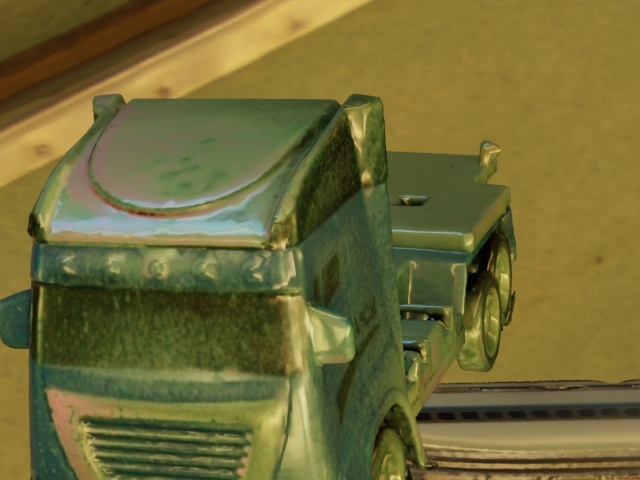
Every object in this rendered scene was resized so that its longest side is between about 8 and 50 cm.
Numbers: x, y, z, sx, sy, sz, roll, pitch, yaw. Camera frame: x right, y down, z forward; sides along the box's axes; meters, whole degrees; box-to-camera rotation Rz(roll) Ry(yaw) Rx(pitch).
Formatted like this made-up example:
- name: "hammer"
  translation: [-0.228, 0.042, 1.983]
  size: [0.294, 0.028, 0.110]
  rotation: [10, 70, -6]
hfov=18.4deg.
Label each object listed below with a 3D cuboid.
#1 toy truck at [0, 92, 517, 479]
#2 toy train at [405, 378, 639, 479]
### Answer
- name: "toy truck"
  translation: [0.000, 0.000, 0.402]
  size: [0.067, 0.175, 0.081]
  rotation: [2, 109, 18]
- name: "toy train"
  translation: [0.037, 0.090, 0.797]
  size: [0.252, 0.048, 0.055]
  rotation: [0, 126, -14]
